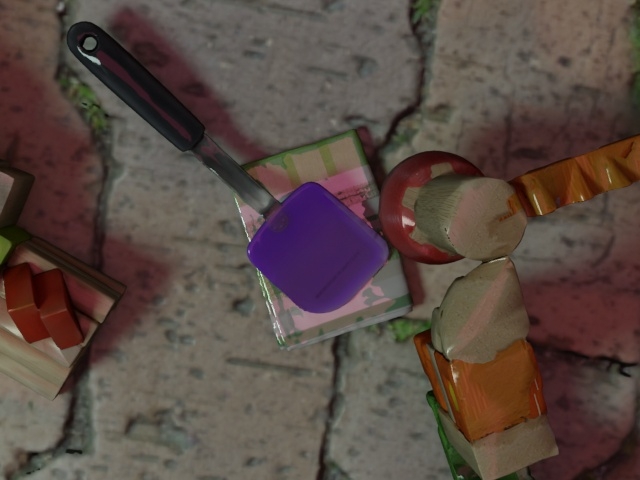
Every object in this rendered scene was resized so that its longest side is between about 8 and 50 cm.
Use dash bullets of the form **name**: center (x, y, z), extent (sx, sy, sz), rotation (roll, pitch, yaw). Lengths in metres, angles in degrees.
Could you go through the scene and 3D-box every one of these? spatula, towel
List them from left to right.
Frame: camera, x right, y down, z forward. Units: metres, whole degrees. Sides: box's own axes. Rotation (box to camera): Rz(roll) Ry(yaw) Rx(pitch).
- **spatula**: center (-0.078, -0.059, 0.907), extent (0.296, 0.030, 0.084), rotation (42, 89, -4)
- **towel**: center (0.000, 0.000, 0.941), extent (0.113, 0.023, 0.152), rotation (-18, 92, -4)

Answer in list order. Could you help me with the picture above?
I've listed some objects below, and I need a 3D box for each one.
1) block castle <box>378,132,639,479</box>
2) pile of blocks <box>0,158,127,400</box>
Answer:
- **block castle**: center (0.241, 0.121, 0.870), extent (0.303, 0.213, 0.453), rotation (-19, 97, -5)
- **pile of blocks**: center (-0.289, -0.035, 0.875), extent (0.149, 0.112, 0.362), rotation (-34, 94, 0)
